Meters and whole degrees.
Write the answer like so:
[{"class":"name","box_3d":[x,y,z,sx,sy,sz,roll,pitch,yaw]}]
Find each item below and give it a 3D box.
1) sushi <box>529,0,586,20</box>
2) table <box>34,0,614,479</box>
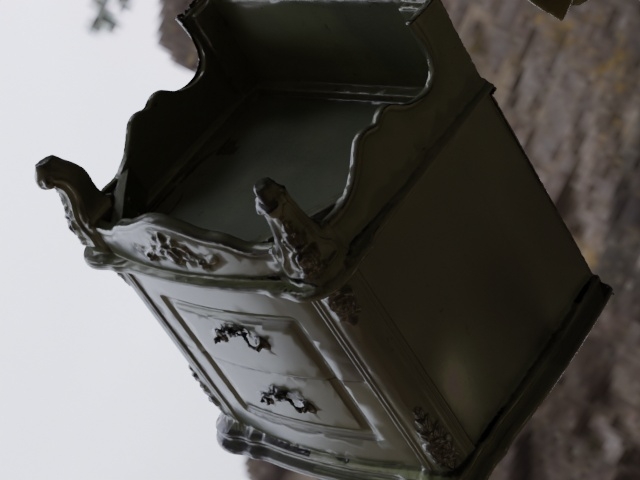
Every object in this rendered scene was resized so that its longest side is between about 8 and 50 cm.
[{"class":"sushi","box_3d":[0.112,-0.223,0.673,0.139,0.131,0.291,25,-93,-29]},{"class":"table","box_3d":[0.000,0.000,0.394,0.062,0.079,0.083,-51,-54,-27]}]
